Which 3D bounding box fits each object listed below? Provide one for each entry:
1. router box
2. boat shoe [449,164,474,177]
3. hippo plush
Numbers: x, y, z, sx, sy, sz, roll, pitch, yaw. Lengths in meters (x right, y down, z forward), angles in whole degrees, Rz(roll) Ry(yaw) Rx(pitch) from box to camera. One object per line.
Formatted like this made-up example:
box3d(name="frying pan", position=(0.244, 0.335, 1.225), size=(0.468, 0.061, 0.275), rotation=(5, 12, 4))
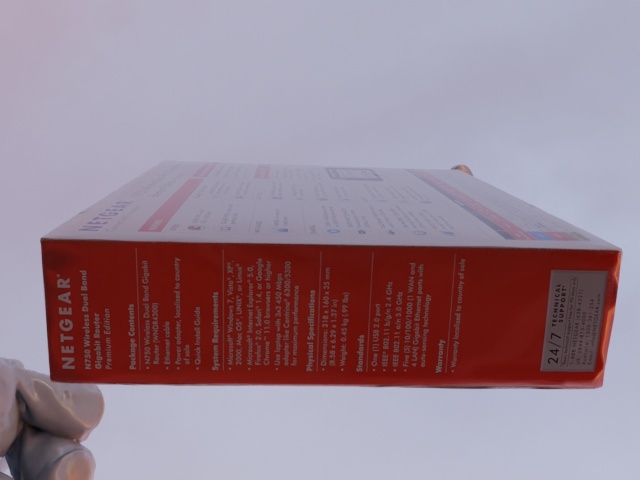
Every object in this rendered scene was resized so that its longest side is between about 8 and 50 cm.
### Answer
box3d(name="router box", position=(0.000, 0.000, 0.486), size=(0.302, 0.335, 0.082), rotation=(1, -76, -3))
box3d(name="boat shoe", position=(0.166, -0.021, 0.770), size=(0.040, 0.049, 0.142), rotation=(3, -77, 54))
box3d(name="hippo plush", position=(-0.431, 0.236, 0.720), size=(0.237, 0.294, 0.234), rotation=(-21, -142, 32))
